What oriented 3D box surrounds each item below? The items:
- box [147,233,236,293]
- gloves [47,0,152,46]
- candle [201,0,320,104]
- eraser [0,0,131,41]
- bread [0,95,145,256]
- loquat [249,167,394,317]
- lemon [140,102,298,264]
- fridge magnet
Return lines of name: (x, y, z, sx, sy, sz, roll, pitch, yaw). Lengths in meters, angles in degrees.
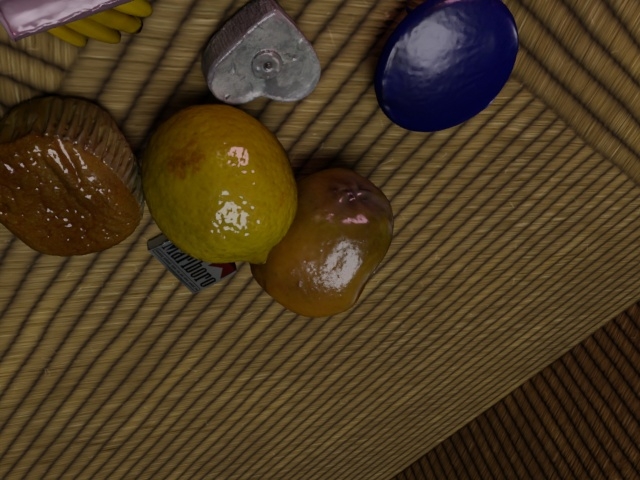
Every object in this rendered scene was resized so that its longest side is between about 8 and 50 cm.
box: (-0.266, 0.034, 1.207, 0.115, 0.036, 0.177, -27, 139, 4)
gloves: (-0.352, -0.346, 0.731, 0.133, 0.116, 0.294, -11, 157, 30)
candle: (-0.089, -0.297, 0.906, 0.192, 0.068, 0.169, -9, 139, -20)
eraser: (-0.203, -0.379, 0.566, 0.359, 0.122, 0.272, -26, 158, -10)
bread: (-0.409, -0.096, 0.925, 0.227, 0.143, 0.254, -15, 141, 2)
loquat: (0.000, 0.000, 1.115, 0.275, 0.276, 0.284, 7, 132, -30)
lemon: (-0.165, -0.090, 0.949, 0.267, 0.267, 0.267, -13, 139, -12)
fridge magnet: (0.216, -0.306, 1.000, 0.265, 0.113, 0.266, -12, 138, -12)
